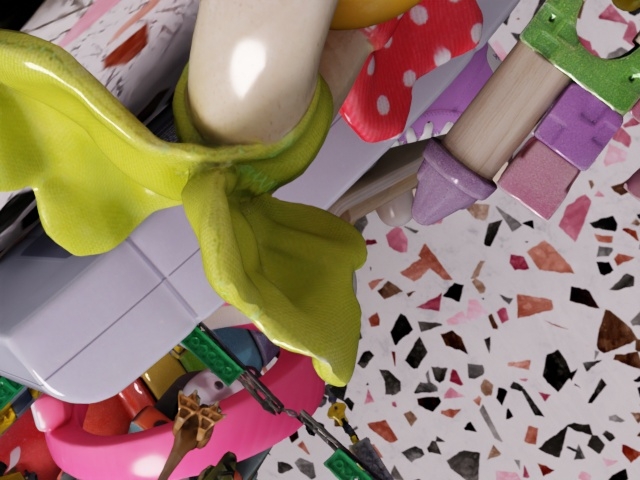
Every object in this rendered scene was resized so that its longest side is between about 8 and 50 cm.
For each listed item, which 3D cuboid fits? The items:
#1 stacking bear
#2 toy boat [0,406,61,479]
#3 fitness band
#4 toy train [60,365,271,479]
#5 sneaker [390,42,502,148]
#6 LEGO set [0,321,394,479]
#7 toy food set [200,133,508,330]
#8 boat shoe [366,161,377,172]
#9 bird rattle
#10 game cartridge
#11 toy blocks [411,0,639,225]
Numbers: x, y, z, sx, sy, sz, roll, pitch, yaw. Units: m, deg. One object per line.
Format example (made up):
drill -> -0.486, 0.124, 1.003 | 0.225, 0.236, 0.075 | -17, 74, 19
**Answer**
stacking bear -> -0.159, 0.114, 1.422 | 0.289, 0.175, 0.164 | -37, 180, -15
toy boat -> -0.259, 0.216, 1.060 | 0.151, 0.151, 0.231 | -45, 180, 33
fitness band -> -0.101, 0.096, 1.087 | 0.209, 0.054, 0.291 | -10, -163, 0
toy train -> -0.129, 0.216, 1.248 | 0.190, 0.142, 0.334 | -52, 173, -27
sneaker -> 0.065, -0.101, 1.385 | 0.282, 0.161, 0.102 | -44, -179, -12
LEGO set -> -0.081, 0.172, 0.822 | 0.255, 0.331, 0.192 | -54, 175, -17
toy food set -> 0.000, 0.000, 1.142 | 0.220, 0.092, 0.306 | -12, -170, 37
boat shoe -> -0.006, -0.080, 1.114 | 0.095, 0.095, 0.257 | -39, -178, 20
bird rattle -> 0.010, -0.084, 0.474 | 0.253, 0.143, 0.207 | -49, 166, -44
game cartridge -> -0.040, -0.041, 0.690 | 0.297, 0.062, 0.198 | -45, -159, -17
toy blocks -> 0.154, -0.101, 0.937 | 0.260, 0.289, 0.309 | -54, 180, 13
